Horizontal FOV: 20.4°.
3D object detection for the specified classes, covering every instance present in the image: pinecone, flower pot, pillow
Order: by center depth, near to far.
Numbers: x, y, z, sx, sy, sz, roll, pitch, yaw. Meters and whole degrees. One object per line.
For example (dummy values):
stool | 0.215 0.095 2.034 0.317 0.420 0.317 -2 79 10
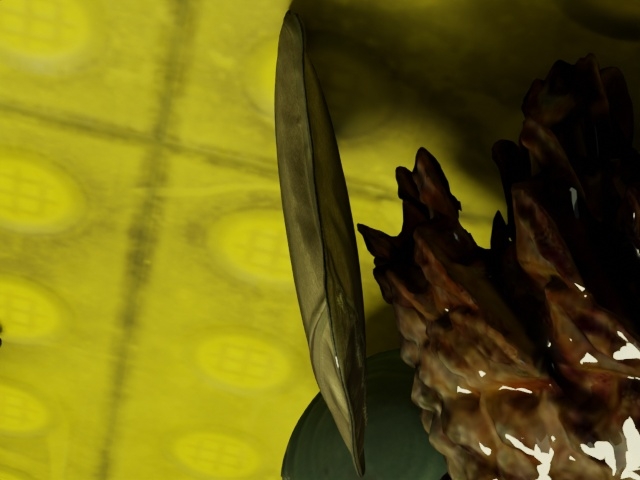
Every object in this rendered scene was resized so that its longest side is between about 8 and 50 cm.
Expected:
pinecone | 0.165 0.038 0.834 0.296 0.242 0.298 -27 119 31
pillow | 0.001 0.000 0.851 0.033 0.217 0.130 -10 141 1
flower pot | 0.077 0.161 1.065 0.157 0.189 0.243 -33 148 7
